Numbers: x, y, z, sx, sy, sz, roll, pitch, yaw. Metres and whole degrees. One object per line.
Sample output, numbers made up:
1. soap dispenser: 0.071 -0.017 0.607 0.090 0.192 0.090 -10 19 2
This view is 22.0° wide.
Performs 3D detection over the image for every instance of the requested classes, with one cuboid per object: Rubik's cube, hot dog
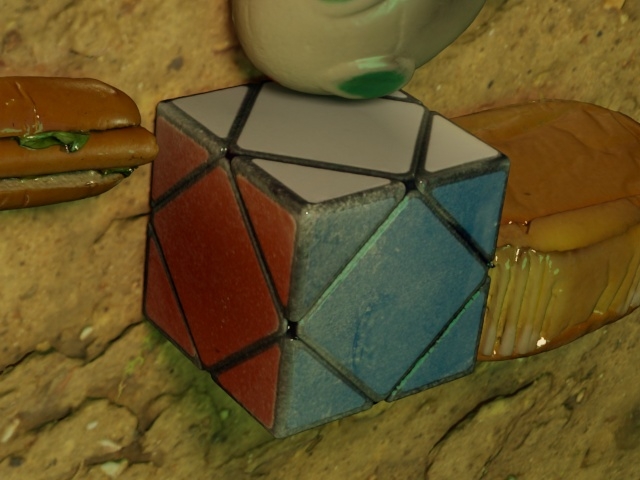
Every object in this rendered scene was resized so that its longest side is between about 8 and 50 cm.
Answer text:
1. Rubik's cube: 0.000 0.000 1.292 0.205 0.207 0.205 -14 124 -33
2. hot dog: -0.229 -0.064 1.149 0.249 0.068 0.100 -9 123 -37

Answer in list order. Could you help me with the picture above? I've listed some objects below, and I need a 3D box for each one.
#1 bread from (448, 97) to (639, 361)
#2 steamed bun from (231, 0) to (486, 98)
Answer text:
1. bread: 0.181 -0.005 1.466 0.288 0.204 0.156 -22 140 -35
2. steamed bun: 0.044 -0.198 1.256 0.228 0.131 0.177 -30 134 -26
